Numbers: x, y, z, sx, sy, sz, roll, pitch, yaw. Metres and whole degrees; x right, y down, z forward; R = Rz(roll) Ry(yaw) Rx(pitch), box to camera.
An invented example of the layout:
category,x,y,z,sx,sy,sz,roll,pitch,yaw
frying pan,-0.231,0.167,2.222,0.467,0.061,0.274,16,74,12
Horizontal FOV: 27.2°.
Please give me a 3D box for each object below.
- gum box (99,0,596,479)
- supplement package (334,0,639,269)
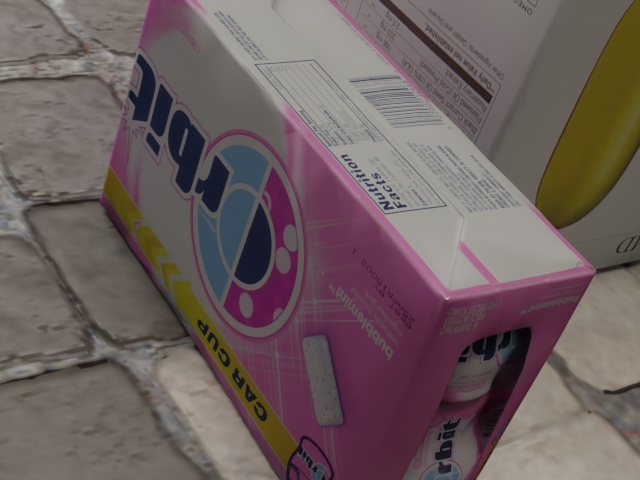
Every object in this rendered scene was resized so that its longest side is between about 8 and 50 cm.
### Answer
category,x,y,z,sx,sy,sz,roll,pitch,yaw
gum box,0.000,0.000,0.449,0.062,0.107,0.188,-9,45,-35
supplement package,0.108,-0.145,0.561,0.199,0.262,0.198,-10,46,-36
